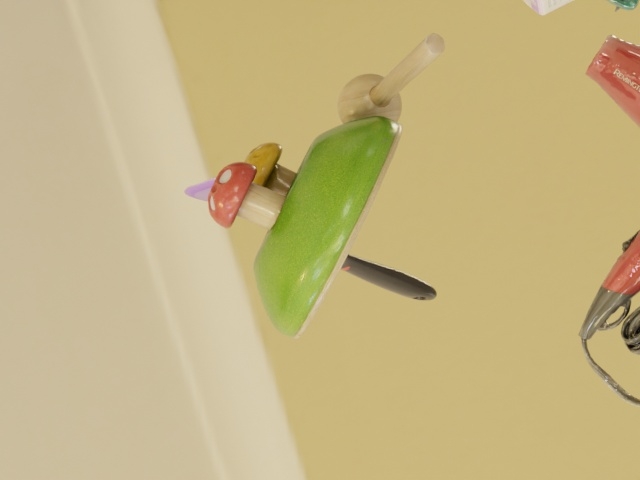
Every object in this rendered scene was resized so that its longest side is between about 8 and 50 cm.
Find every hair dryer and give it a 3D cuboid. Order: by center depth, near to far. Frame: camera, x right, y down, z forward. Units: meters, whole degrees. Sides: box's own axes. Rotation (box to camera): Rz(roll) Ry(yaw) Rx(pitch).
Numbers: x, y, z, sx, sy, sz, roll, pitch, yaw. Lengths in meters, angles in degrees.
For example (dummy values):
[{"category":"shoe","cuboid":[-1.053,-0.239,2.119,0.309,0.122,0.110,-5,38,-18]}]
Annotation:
[{"category":"hair dryer","cuboid":[0.282,-0.024,1.230,0.080,0.223,0.294,-37,-72,-76]}]

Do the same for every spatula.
[{"category":"spatula","cuboid":[0.000,0.000,1.529,0.296,0.084,0.030,30,-116,-30]}]

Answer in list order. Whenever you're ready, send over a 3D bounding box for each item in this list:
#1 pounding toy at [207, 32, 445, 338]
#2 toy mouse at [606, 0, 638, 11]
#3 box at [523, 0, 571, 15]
[{"category":"pounding toy","cuboid":[-0.015,-0.053,1.208,0.110,0.183,0.237,26,-105,-3]},{"category":"toy mouse","cuboid":[0.319,-0.282,1.608,0.031,0.143,0.161,76,-151,-70]},{"category":"box","cuboid":[0.116,-0.287,0.932,0.063,0.067,0.324,51,166,48]}]
